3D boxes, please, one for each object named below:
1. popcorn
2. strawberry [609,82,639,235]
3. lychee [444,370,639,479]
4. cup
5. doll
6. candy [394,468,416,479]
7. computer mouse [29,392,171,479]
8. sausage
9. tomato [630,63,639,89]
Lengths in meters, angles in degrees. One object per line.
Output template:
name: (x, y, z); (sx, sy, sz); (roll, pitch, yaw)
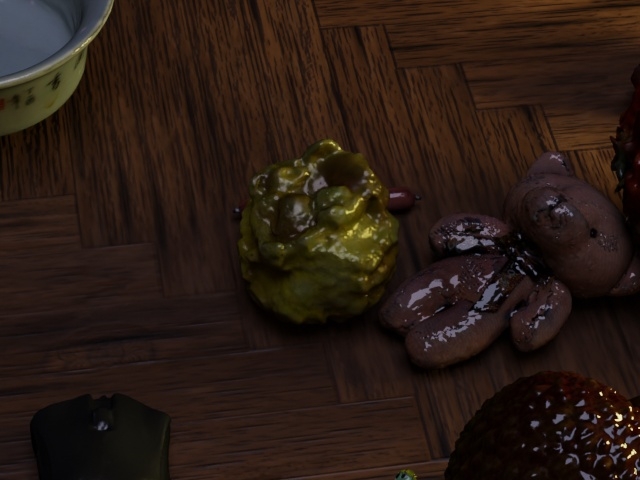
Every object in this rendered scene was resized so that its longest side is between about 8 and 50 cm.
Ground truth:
popcorn: (-0.002, -0.002, 1.861); (0.198, 0.155, 0.197); (1, 62, -2)
strawberry: (0.487, -0.102, 1.841); (0.267, 0.351, 0.312); (10, 61, -47)
lychee: (0.230, 0.242, 1.630); (0.271, 0.236, 0.236); (-37, 58, -1)
cup: (-0.418, -0.247, 2.026); (0.347, 0.163, 0.347); (3, 50, -3)
doll: (0.208, 0.021, 1.862); (0.303, 0.156, 0.201); (-30, 64, -22)
candy: (0.073, 0.267, 1.722); (0.025, 0.023, 0.083); (-8, 39, 49)
computer mouse: (-0.212, 0.247, 1.676); (0.147, 0.088, 0.264); (-2, 47, -10)
sausage: (0.009, -0.042, 1.974); (0.223, 0.029, 0.029); (-4, 50, -9)
tomato: (0.486, -0.217, 2.090); (0.189, 0.173, 0.099); (-28, 86, -38)
